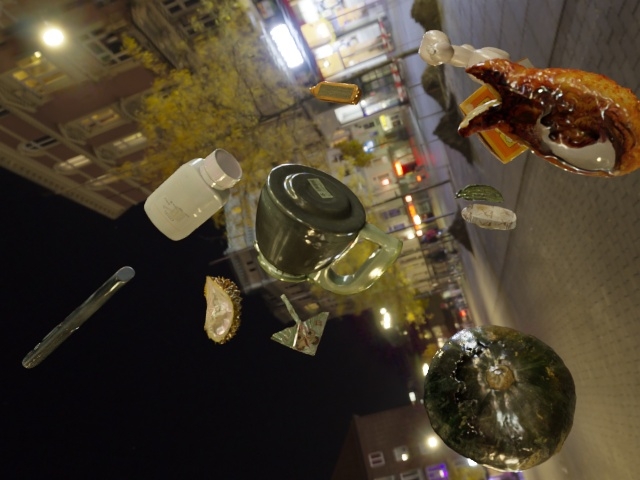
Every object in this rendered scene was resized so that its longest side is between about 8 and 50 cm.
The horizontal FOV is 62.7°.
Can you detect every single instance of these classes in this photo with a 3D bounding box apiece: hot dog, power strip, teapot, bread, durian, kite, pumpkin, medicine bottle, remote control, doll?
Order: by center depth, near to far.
[{"bbox_3d":[0.332,-0.179,0.749,0.095,0.269,0.139,-37,-36,-40],"label":"bread"},{"bbox_3d":[0.257,-0.332,0.950,0.161,0.160,0.059,-39,-29,-56],"label":"doll"},{"bbox_3d":[-0.009,-0.016,1.232,0.239,0.321,0.239,-61,32,35],"label":"teapot"},{"bbox_3d":[0.037,-0.395,1.408,0.028,0.178,0.049,20,-90,-52],"label":"power strip"},{"bbox_3d":[-0.669,0.212,1.454,0.044,0.377,0.107,49,-171,-3],"label":"remote control"},{"bbox_3d":[-0.362,-0.137,1.516,0.161,0.296,0.111,49,-153,-10],"label":"medicine bottle"},{"bbox_3d":[0.549,0.477,1.628,0.344,0.454,0.454,65,-168,-63],"label":"pumpkin"},{"bbox_3d":[0.603,-0.086,1.882,0.053,0.192,0.099,86,-164,-49],"label":"hot dog"},{"bbox_3d":[-0.075,0.299,1.885,0.250,0.229,0.012,61,168,18],"label":"kite"},{"bbox_3d":[-0.354,0.260,1.959,0.138,0.183,0.250,11,-98,-65],"label":"durian"}]

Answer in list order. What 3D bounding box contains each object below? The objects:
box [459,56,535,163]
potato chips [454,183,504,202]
[{"bbox_3d":[0.667,-0.447,1.805,0.259,0.214,0.283,52,-139,3],"label":"box"},{"bbox_3d":[0.588,-0.166,1.894,0.092,0.207,0.028,120,151,-54],"label":"potato chips"}]
